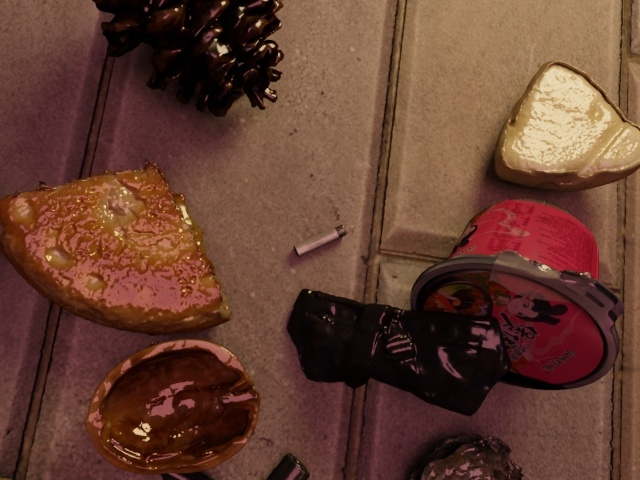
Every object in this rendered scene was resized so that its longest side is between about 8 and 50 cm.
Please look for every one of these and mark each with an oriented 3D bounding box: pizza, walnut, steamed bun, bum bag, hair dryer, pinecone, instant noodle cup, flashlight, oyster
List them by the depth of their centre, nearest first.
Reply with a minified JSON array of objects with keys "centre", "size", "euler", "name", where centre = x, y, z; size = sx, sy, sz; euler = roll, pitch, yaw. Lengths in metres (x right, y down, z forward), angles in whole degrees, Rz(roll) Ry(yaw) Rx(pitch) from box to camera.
[{"centre":[-0.186,0.209,0.627],"size":[0.211,0.087,0.167],"euler":[-4,89,-9],"name":"walnut"},{"centre":[-0.163,-0.290,0.634],"size":[0.243,0.243,0.257],"euler":[-23,92,-13],"name":"pinecone"},{"centre":[-0.258,0.003,0.645],"size":[0.335,0.086,0.226],"euler":[24,74,-8],"name":"pizza"},{"centre":[-0.138,0.323,0.646],"size":[0.195,0.050,0.173],"euler":[43,74,1],"name":"hair dryer"},{"centre":[0.094,0.150,0.650],"size":[0.309,0.074,0.137],"euler":[6,100,26],"name":"bum bag"},{"centre":[0.220,0.416,0.666],"size":[0.198,0.112,0.268],"euler":[-15,88,-13],"name":"oyster"},{"centre":[0.277,0.060,0.668],"size":[0.258,0.302,0.182],"euler":[44,54,-13],"name":"instant noodle cup"},{"centre":[0.000,0.000,0.728],"size":[0.083,0.018,0.018],"euler":[-24,87,-13],"name":"flashlight"},{"centre":[0.405,-0.154,0.783],"size":[0.212,0.110,0.231],"euler":[32,80,13],"name":"steamed bun"}]

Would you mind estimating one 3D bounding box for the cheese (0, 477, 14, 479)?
[{"centre":[-0.370,0.344,0.512],"size":[0.225,0.214,0.117],"euler":[20,74,0],"name":"cheese"}]
